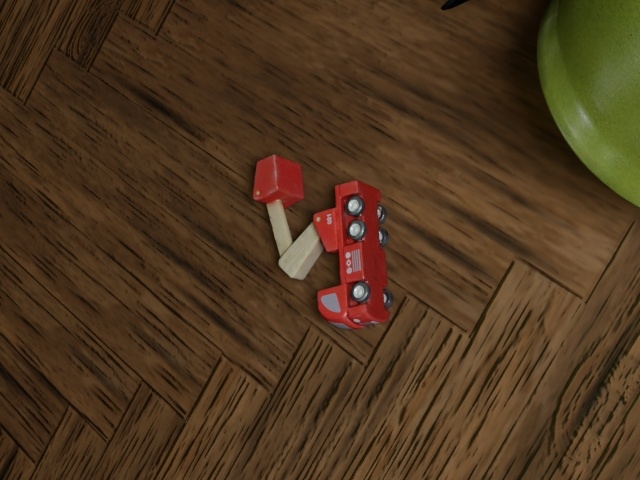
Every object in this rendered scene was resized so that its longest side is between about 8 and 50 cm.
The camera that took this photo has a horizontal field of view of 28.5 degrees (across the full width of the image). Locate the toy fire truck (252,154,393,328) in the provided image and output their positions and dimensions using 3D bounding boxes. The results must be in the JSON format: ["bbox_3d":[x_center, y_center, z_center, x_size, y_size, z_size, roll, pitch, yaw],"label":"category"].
[{"bbox_3d":[0.000,0.000,1.255,0.135,0.047,0.192,-15,70,34],"label":"toy fire truck"}]

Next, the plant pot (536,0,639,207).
[{"bbox_3d":[0.325,-0.182,0.839,0.353,0.366,0.367,130,136,-59],"label":"plant pot"}]

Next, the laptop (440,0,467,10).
[{"bbox_3d":[0.216,-0.338,1.057,0.234,0.136,0.265,153,126,-71],"label":"laptop"}]
